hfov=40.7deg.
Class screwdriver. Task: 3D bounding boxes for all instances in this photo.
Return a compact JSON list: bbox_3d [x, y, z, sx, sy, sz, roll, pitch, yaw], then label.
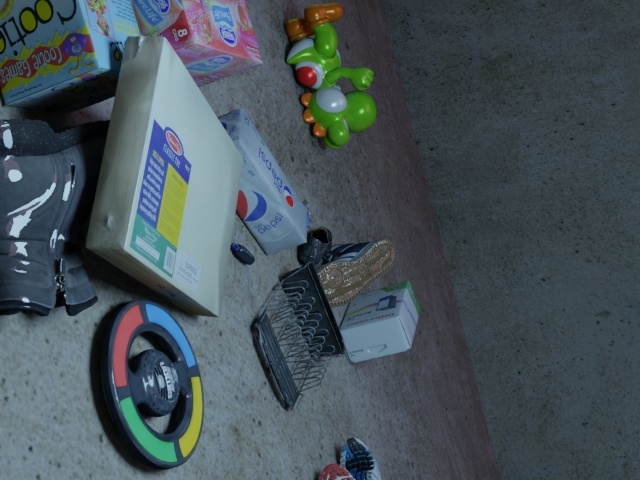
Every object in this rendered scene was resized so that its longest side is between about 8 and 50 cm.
[{"bbox_3d":[-0.168,0.001,1.529,0.170,0.024,0.025,39,66,-50],"label":"screwdriver"}]

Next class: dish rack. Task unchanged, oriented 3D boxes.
[{"bbox_3d":[-0.041,0.183,1.648,0.271,0.074,0.208,-59,129,-66],"label":"dish rack"}]

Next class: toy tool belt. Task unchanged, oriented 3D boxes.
[{"bbox_3d":[-0.039,-0.047,1.891,0.052,0.051,0.083,-7,81,-72],"label":"toy tool belt"}]

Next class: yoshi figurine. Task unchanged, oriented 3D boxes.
[{"bbox_3d":[0.042,-0.422,2.250,0.203,0.203,0.362,-3,80,-78],"label":"yoshi figurine"}]

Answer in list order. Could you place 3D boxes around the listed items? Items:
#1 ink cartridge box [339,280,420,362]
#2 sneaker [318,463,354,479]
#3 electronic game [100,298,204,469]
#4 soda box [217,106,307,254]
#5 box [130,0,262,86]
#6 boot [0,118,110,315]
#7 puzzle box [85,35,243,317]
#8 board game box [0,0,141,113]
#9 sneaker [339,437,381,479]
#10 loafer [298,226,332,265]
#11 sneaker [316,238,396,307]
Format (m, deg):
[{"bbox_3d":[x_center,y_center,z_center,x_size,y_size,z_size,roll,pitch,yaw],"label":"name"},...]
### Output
[{"bbox_3d":[0.143,0.192,2.048,0.212,0.154,0.093,-61,132,-65],"label":"ink cartridge box"},{"bbox_3d":[0.048,0.529,1.620,0.093,0.088,0.225,-179,-108,-87],"label":"sneaker"},{"bbox_3d":[-0.220,0.190,1.154,0.229,0.048,0.229,-16,90,-72],"label":"electronic game"},{"bbox_3d":[-0.123,-0.105,1.631,0.098,0.091,0.286,-90,156,-45],"label":"soda box"},{"bbox_3d":[-0.229,-0.361,1.464,0.300,0.142,0.154,-15,89,-72],"label":"box"},{"bbox_3d":[-0.305,-0.027,1.041,0.338,0.118,0.223,-18,98,-65],"label":"boot"},{"bbox_3d":[-0.195,-0.065,1.186,0.409,0.052,0.272,62,34,-71],"label":"puzzle box"},{"bbox_3d":[-0.341,-0.318,1.096,0.144,0.142,0.275,-12,85,-73],"label":"board game box"},{"bbox_3d":[0.084,0.464,1.795,0.083,0.071,0.191,-93,167,-53],"label":"sneaker"},{"bbox_3d":[0.000,0.000,1.918,0.062,0.061,0.170,26,23,0],"label":"loafer"},{"bbox_3d":[0.032,0.078,1.950,0.282,0.153,0.099,-27,105,-41],"label":"sneaker"}]
